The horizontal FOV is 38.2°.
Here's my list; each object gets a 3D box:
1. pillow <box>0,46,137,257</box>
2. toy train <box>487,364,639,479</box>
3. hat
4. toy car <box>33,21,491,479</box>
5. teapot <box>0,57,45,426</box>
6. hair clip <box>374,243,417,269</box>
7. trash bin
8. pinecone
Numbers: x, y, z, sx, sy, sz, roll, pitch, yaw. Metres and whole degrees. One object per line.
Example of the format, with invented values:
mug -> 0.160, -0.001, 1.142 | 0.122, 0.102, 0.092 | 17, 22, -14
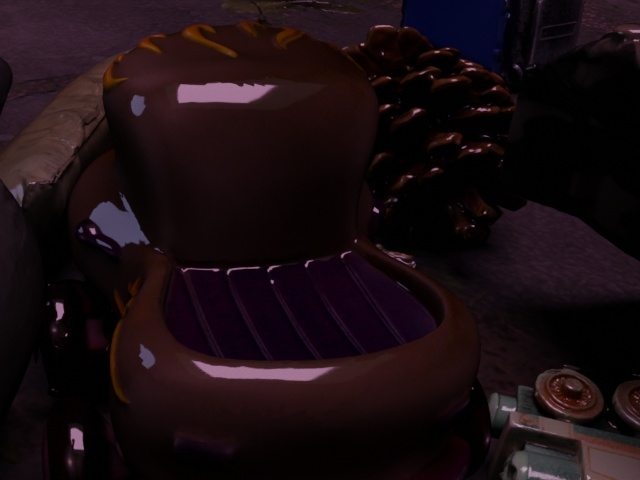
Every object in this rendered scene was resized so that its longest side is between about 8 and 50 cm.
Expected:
pillow -> -0.218, -0.047, 0.721 | 0.075, 0.185, 0.302 | 43, 26, -17
toy train -> 0.194, 0.147, 0.565 | 0.194, 0.081, 0.125 | 12, 35, 4
hat -> 0.317, -0.002, 0.635 | 0.381, 0.257, 0.366 | 4, 31, -22
toy car -> -0.034, 0.021, 0.560 | 0.271, 0.240, 0.341 | -4, 33, -19
teapot -> -0.222, 0.076, 0.424 | 0.305, 0.223, 0.285 | -23, 38, 12
hair clip -> 0.000, -0.001, 0.798 | 0.172, 0.049, 0.049 | 15, 31, 9
trash bin -> 0.238, -0.330, 1.290 | 0.162, 0.184, 0.234 | -17, 33, -38
pinecone -> 0.103, -0.088, 0.844 | 0.185, 0.169, 0.212 | 10, 29, -31
